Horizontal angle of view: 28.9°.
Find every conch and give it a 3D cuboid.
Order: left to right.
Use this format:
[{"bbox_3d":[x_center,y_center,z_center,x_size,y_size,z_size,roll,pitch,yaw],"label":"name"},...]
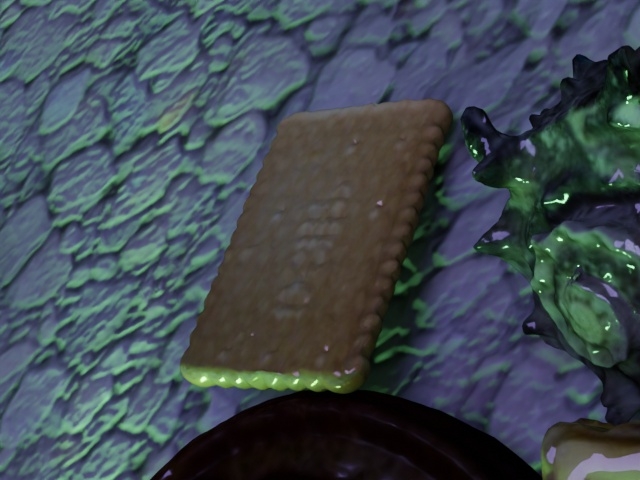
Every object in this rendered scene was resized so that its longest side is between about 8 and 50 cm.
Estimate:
[{"bbox_3d":[0.221,0.010,0.710,0.313,0.186,0.240,16,112,18],"label":"conch"}]

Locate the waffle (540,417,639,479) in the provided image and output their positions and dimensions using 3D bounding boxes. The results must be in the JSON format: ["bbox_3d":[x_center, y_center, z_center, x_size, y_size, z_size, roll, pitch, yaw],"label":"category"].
[{"bbox_3d":[0.286,0.218,0.568,0.376,0.114,0.261,0,68,22],"label":"waffle"}]

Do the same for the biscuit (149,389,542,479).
[{"bbox_3d":[-0.006,0.291,0.795,0.407,0.091,0.407,-13,64,29],"label":"biscuit"}]

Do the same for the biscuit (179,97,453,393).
[{"bbox_3d":[0.000,0.001,0.910,0.160,0.030,0.249,-3,53,33],"label":"biscuit"}]
